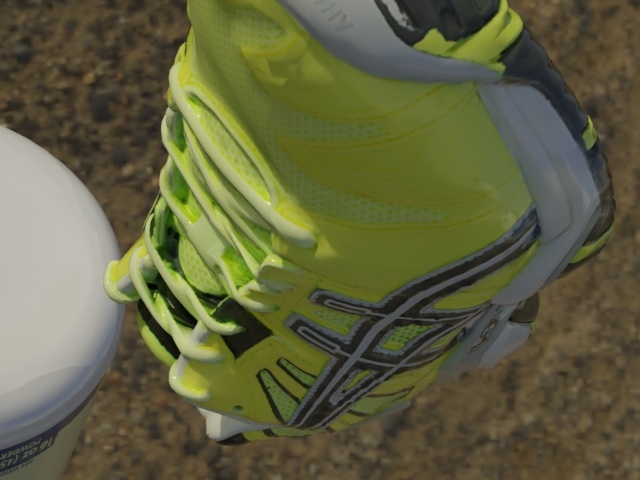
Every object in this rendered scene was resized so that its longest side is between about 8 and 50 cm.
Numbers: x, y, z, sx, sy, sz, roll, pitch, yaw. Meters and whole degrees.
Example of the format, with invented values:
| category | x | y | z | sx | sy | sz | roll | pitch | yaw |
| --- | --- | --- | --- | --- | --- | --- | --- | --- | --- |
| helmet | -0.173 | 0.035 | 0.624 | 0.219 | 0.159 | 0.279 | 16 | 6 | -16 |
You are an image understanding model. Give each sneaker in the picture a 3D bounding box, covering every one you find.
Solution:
| category | x | y | z | sx | sy | sz | roll | pitch | yaw |
| --- | --- | --- | --- | --- | --- | --- | --- | --- | --- |
| sneaker | 0.000 | 0.000 | 0.535 | 0.147 | 0.145 | 0.384 | -33 | 158 | -8 |

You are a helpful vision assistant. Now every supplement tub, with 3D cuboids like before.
| category | x | y | z | sx | sy | sz | roll | pitch | yaw |
| --- | --- | --- | --- | --- | --- | --- | --- | --- | --- |
| supplement tub | -0.269 | 0.099 | 0.951 | 0.235 | 0.325 | 0.235 | 13 | 49 | -15 |
